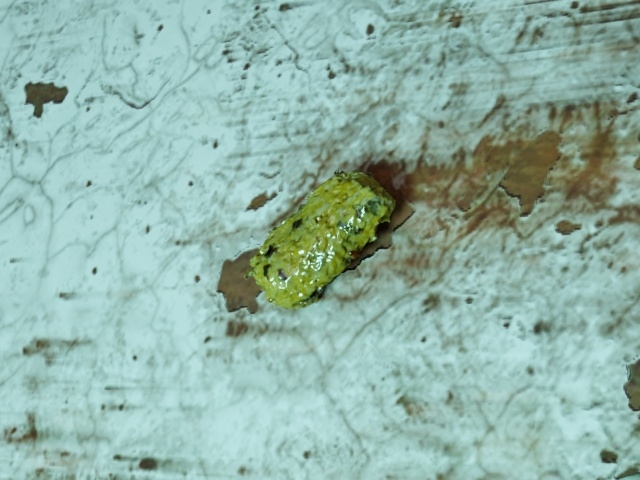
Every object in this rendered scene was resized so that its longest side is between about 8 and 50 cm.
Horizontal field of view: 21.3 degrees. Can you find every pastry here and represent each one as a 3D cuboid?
[{"bbox_3d":[0.000,0.000,1.427,0.140,0.056,0.080,-51,36,9],"label":"pastry"}]

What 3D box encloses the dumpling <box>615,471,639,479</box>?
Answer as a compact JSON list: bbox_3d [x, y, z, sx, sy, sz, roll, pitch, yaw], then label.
[{"bbox_3d":[0.246,0.259,1.065,0.227,0.243,0.175,-58,5,-24],"label":"dumpling"}]
